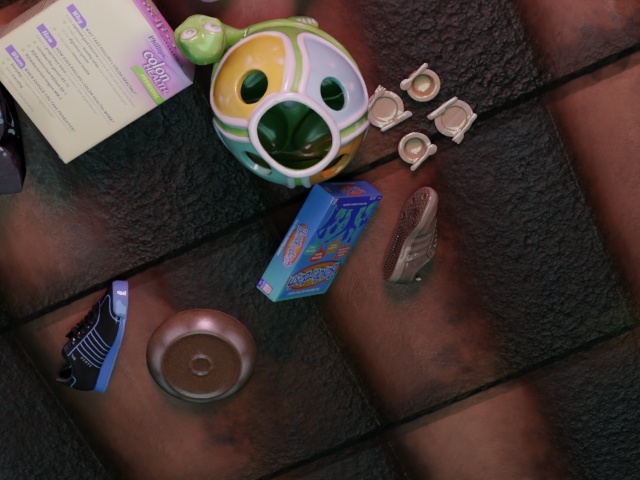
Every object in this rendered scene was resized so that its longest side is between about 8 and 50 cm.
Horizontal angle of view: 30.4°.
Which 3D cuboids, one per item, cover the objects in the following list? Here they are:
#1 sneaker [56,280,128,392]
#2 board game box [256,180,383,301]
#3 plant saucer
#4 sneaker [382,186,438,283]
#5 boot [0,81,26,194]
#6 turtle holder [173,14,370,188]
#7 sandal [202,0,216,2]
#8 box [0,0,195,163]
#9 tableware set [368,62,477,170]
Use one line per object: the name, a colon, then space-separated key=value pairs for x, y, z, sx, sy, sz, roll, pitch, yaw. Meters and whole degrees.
sneaker: x=-0.394 y=0.166 z=2.042 sx=0.090 sy=0.081 sz=0.232 roll=11 pitch=116 yaw=-17
board game box: x=0.000 y=0.000 z=1.954 sx=0.047 sy=0.160 sz=0.210 roll=40 pitch=114 yaw=24
plant saucer: x=-0.212 y=0.216 z=2.105 sx=0.199 sy=0.036 sz=0.198 roll=-1 pitch=117 yaw=-3
sneaker: x=0.169 y=-0.008 z=2.019 sx=0.071 sy=0.066 sz=0.188 roll=9 pitch=121 yaw=-27
boot: x=-0.700 y=-0.209 z=1.789 sx=0.445 sy=0.146 sz=0.367 roll=-4 pitch=131 yaw=4
turtle holder: x=-0.057 y=-0.227 z=1.796 sx=0.243 sy=0.227 sz=0.320 roll=-18 pitch=116 yaw=5
sandal: x=-0.165 y=-0.487 z=1.765 sx=0.097 sy=0.054 sz=0.254 roll=-6 pitch=106 yaw=-4
box: x=-0.352 y=-0.280 z=1.810 sx=0.243 sy=0.117 sz=0.213 roll=-31 pitch=114 yaw=11
tableware set: x=0.163 y=-0.206 z=1.937 sx=0.141 sy=0.020 sz=0.169 roll=-39 pitch=112 yaw=14
